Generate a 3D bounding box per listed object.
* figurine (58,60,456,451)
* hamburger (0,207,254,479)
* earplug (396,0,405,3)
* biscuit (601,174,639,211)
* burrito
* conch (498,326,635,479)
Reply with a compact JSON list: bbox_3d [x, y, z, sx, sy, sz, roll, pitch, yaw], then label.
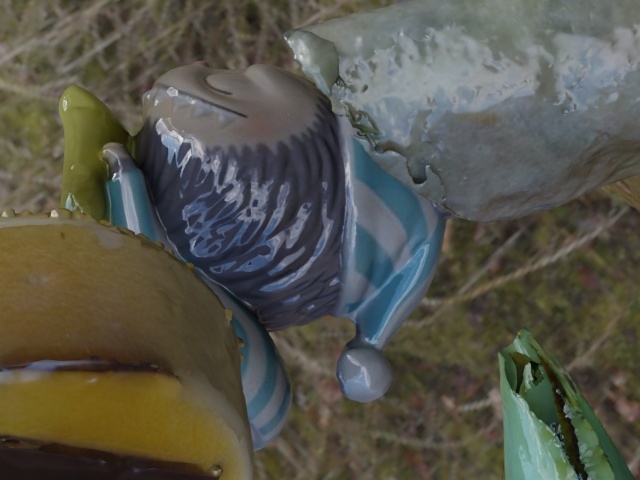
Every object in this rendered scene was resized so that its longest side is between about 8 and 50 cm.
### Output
[{"bbox_3d":[0.000,0.000,1.178,0.266,0.378,0.361,64,-169,-57],"label":"figurine"},{"bbox_3d":[-0.181,0.114,0.833,0.170,0.302,0.302,-124,18,-48],"label":"hamburger"},{"bbox_3d":[0.269,-0.400,2.070,0.215,0.456,0.215,32,174,4],"label":"earplug"},{"bbox_3d":[0.236,-0.119,1.257,0.269,0.051,0.376,51,178,18],"label":"biscuit"},{"bbox_3d":[0.159,-0.092,0.809,0.175,0.348,0.107,81,170,-49],"label":"burrito"},{"bbox_3d":[0.234,0.219,1.356,0.137,0.143,0.250,-4,110,35],"label":"conch"}]
